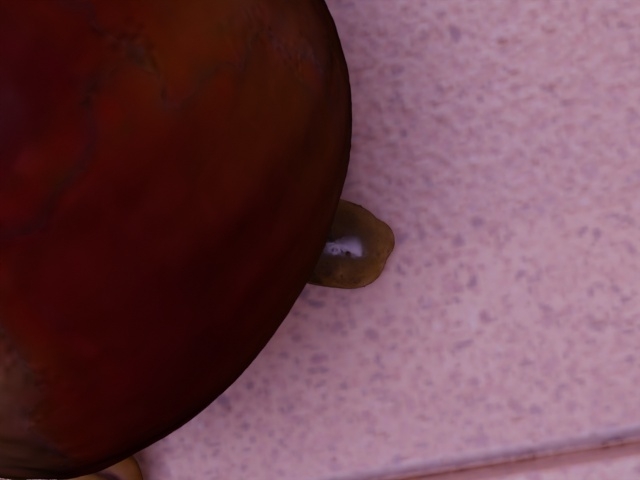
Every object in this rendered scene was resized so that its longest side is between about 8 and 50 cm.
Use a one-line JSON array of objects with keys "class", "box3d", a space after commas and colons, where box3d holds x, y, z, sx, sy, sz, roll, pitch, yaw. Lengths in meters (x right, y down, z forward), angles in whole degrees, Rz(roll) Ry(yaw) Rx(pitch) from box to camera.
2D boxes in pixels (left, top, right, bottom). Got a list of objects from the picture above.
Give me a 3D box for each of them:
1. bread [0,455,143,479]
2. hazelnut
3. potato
[{"class": "bread", "box3d": [-0.213, 0.139, 0.703, 0.225, 0.081, 0.134, 27, 88, 14]}, {"class": "hazelnut", "box3d": [-0.185, -0.072, 0.591, 0.409, 0.359, 0.359, 34, 94, 12]}, {"class": "potato", "box3d": [0.000, 0.000, 0.688, 0.083, 0.040, 0.051, 10, 94, 13]}]
